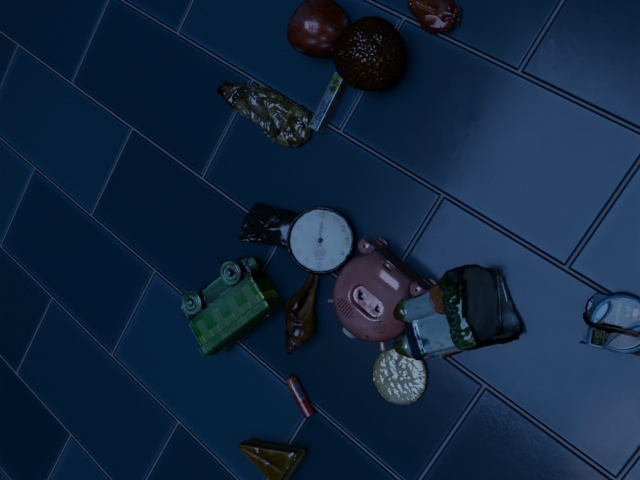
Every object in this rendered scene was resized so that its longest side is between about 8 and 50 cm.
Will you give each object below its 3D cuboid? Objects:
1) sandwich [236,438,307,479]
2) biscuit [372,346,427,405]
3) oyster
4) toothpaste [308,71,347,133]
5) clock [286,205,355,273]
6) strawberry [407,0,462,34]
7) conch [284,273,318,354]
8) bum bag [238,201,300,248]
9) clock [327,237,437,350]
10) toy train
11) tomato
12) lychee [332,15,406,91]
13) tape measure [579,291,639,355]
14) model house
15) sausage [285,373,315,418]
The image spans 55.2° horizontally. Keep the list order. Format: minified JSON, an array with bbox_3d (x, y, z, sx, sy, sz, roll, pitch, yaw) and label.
[{"bbox_3d":[-0.130,0.567,1.671,0.163,0.079,0.113,38,103,24],"label":"sandwich"},{"bbox_3d":[0.198,0.341,1.542,0.152,0.020,0.151,-1,88,26],"label":"biscuit"},{"bbox_3d":[-0.169,-0.367,1.727,0.345,0.079,0.128,32,111,21],"label":"oyster"},{"bbox_3d":[0.023,-0.369,1.638,0.034,0.046,0.164,32,102,20],"label":"toothpaste"},{"bbox_3d":[0.000,0.000,1.605,0.185,0.040,0.184,0,87,4],"label":"clock"},{"bbox_3d":[0.280,-0.568,1.514,0.152,0.048,0.103,29,98,21],"label":"strawberry"},{"bbox_3d":[-0.055,0.190,1.642,0.080,0.086,0.232,-5,81,45],"label":"conch"},{"bbox_3d":[-0.101,-0.029,1.671,0.249,0.060,0.123,13,86,12],"label":"bum bag"},{"bbox_3d":[0.131,0.144,1.519,0.227,0.142,0.241,42,110,22],"label":"clock"},{"bbox_3d":[-0.255,0.176,1.724,0.301,0.120,0.202,-38,76,21],"label":"toy train"},{"bbox_3d":[-0.010,-0.559,1.604,0.168,0.167,0.167,-1,88,27],"label":"tomato"},{"bbox_3d":[0.121,-0.465,1.521,0.195,0.194,0.194,-1,88,27],"label":"lychee"},{"bbox_3d":[0.633,0.173,1.294,0.146,0.081,0.125,11,97,26],"label":"tape measure"},{"bbox_3d":[0.273,0.187,1.400,0.291,0.253,0.184,-28,73,34],"label":"model house"},{"bbox_3d":[-0.059,0.419,1.663,0.034,0.034,0.129,-38,73,21],"label":"sausage"}]
